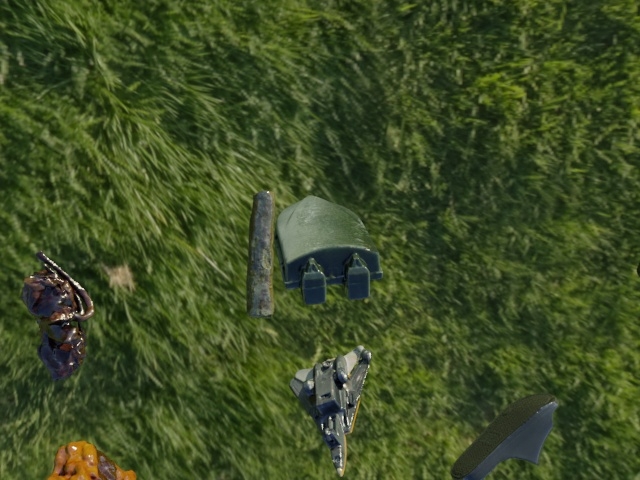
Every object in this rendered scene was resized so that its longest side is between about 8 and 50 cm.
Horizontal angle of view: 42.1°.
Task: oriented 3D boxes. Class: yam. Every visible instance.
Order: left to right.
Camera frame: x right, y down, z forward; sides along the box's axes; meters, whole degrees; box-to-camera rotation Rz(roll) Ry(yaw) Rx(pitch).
[{"bbox_3d":[-0.122,0.028,1.720,0.061,0.061,0.274,5,73,-16],"label":"yam"}]

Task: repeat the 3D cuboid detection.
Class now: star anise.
[{"bbox_3d":[-0.507,0.153,1.626,0.126,0.190,0.220,-9,122,-6],"label":"star anise"}]

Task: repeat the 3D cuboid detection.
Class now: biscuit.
[{"bbox_3d":[-0.485,0.626,1.793,0.110,0.312,0.318,-21,118,22],"label":"biscuit"}]

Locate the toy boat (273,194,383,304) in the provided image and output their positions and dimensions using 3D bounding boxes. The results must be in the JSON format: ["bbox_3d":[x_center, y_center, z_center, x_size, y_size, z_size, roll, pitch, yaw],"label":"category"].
[{"bbox_3d":[0.000,0.000,1.286,0.141,0.319,0.092,-6,114,-6],"label":"toy boat"}]

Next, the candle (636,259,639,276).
[{"bbox_3d":[0.453,0.055,1.013,0.131,0.052,0.052,31,92,-8],"label":"candle"}]

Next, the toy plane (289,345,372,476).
[{"bbox_3d":[0.023,0.356,1.740,0.204,0.316,0.103,-24,115,13],"label":"toy plane"}]

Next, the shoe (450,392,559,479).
[{"bbox_3d":[0.350,0.383,1.524,0.241,0.108,0.093,-39,96,-13],"label":"shoe"}]
